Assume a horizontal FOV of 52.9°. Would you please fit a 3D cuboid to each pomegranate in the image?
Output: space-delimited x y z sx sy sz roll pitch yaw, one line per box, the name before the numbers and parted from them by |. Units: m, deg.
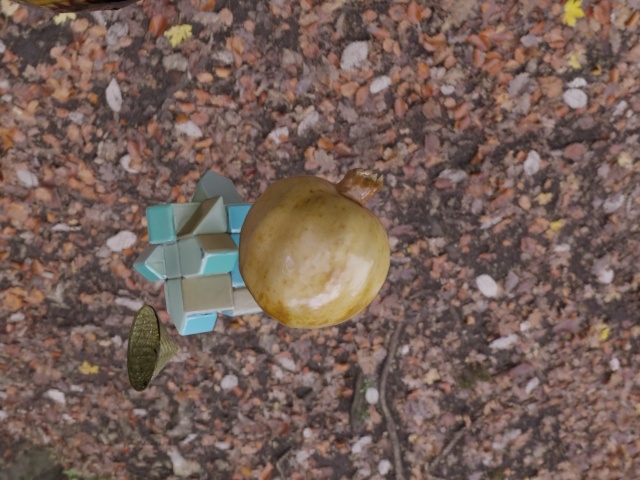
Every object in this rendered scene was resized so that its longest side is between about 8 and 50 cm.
pomegranate | -0.010 0.013 0.845 0.207 0.207 0.207 -4 126 -6

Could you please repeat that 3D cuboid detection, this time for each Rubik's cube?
Rubik's cube | -0.175 0.015 1.058 0.212 0.224 0.265 -4 94 -36

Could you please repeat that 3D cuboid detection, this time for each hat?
hat | -0.273 0.183 1.096 0.067 0.146 0.146 9 125 -35

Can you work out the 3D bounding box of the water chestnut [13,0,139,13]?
water chestnut | -0.302 -0.414 0.758 0.299 0.300 0.300 -4 126 -6
